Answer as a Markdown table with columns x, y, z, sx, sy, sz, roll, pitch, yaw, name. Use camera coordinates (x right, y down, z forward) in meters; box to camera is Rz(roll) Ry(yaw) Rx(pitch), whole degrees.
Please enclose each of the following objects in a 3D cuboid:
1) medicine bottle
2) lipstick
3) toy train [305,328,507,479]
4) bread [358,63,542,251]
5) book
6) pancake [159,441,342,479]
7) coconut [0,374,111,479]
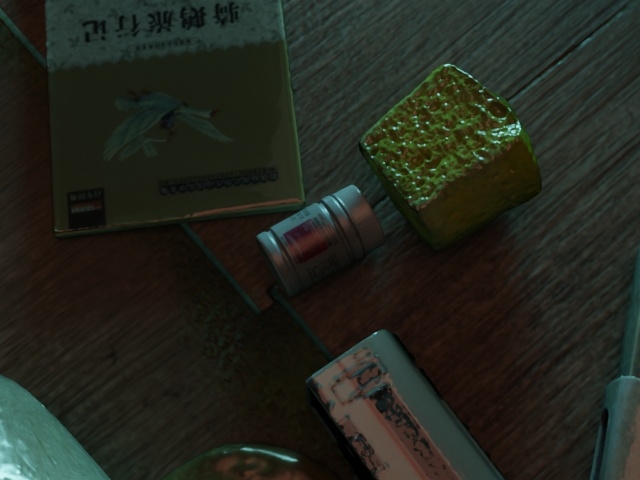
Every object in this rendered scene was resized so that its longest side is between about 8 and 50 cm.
| x | y | z | sx | sy | sz | roll | pitch | yaw | name |
| --- | --- | --- | --- | --- | --- | --- | --- | --- | --- |
| 0.000 | 0.000 | 0.925 | 0.091 | 0.058 | 0.058 | -29 | 72 | -7 | medicine bottle |
| 0.255 | 0.121 | 0.860 | 0.077 | 0.079 | 0.253 | 13 | 73 | 7 | lipstick |
| 0.137 | 0.249 | 0.821 | 0.088 | 0.086 | 0.407 | -33 | 73 | -11 | toy train |
| 0.106 | -0.062 | 0.915 | 0.114 | 0.111 | 0.129 | -34 | 55 | -4 | bread |
| -0.135 | -0.160 | 1.008 | 0.217 | 0.021 | 0.310 | -7 | 71 | 0 | book |
| -0.055 | 0.271 | 0.840 | 0.242 | 0.050 | 0.242 | -1 | 72 | 3 | pancake |
| -0.248 | 0.218 | 0.773 | 0.237 | 0.237 | 0.266 | 6 | 77 | 5 | coconut |
